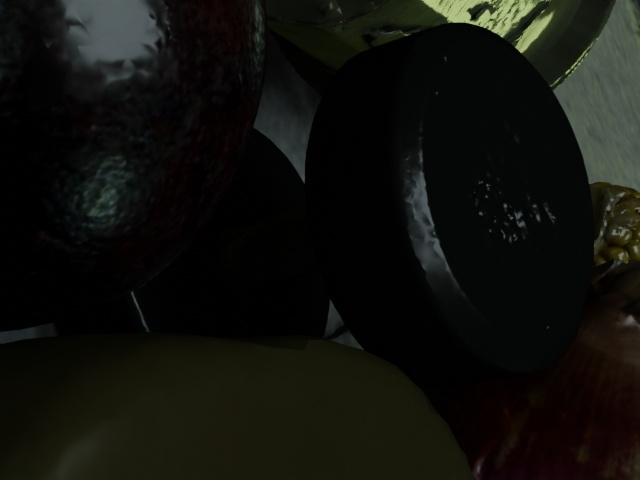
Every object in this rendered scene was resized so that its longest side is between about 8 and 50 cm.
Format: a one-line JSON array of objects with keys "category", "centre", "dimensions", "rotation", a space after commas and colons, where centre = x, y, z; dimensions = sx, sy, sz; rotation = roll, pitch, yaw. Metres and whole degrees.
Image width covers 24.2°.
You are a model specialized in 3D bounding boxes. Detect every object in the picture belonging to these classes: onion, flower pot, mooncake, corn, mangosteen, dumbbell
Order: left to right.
[{"category": "mangosteen", "centre": [-0.116, -0.075, 0.571], "dimensions": [0.216, 0.216, 0.216], "rotation": [15, 69, -47]}, {"category": "mooncake", "centre": [-0.088, 0.217, 0.555], "dimensions": [0.378, 0.200, 0.379], "rotation": [8, 80, -48]}, {"category": "dumbbell", "centre": [0.000, 0.000, 0.682], "dimensions": [0.152, 0.218, 0.153], "rotation": [17, 68, -47]}, {"category": "flower pot", "centre": [0.032, -0.158, 0.721], "dimensions": [0.202, 0.212, 0.212], "rotation": [-9, 87, -71]}, {"category": "onion", "centre": [0.133, 0.081, 0.720], "dimensions": [0.230, 0.230, 0.163], "rotation": [-42, 141, -46]}, {"category": "corn", "centre": [0.244, 0.051, 1.053], "dimensions": [0.293, 0.106, 0.106], "rotation": [36, 55, -41]}]

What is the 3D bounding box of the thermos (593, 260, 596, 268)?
[{"category": "thermos", "centre": [0.090, -0.038, 0.898], "dimensions": [0.109, 0.136, 0.330], "rotation": [-16, 93, -17]}]
